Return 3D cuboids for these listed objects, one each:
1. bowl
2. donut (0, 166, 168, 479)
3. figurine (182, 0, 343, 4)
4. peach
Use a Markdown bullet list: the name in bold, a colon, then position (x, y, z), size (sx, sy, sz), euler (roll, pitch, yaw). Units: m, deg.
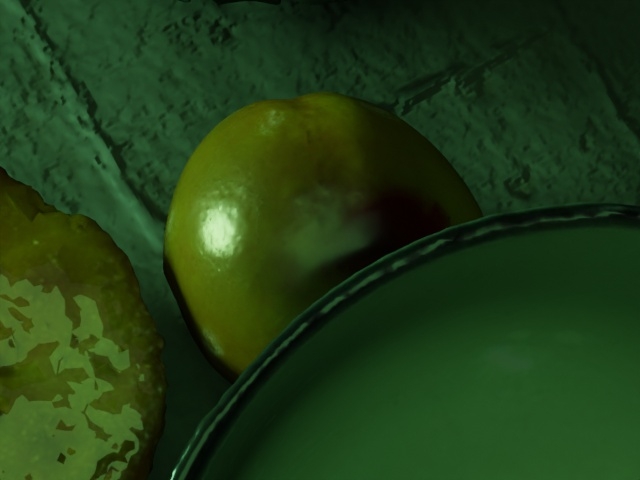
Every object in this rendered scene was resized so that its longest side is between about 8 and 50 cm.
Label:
- **bowl**: position (0.090, 0.174, 0.778), size (0.353, 0.185, 0.354), euler (2, 80, -9)
- **donut**: position (-0.188, 0.078, 0.813), size (0.253, 0.118, 0.254), euler (1, 78, -4)
- **figurine**: position (0.048, -0.261, 0.896), size (0.261, 0.186, 0.382), euler (43, 79, 11)
- **peach**: position (0.000, 0.000, 0.851), size (0.138, 0.138, 0.138), euler (2, 76, -6)
